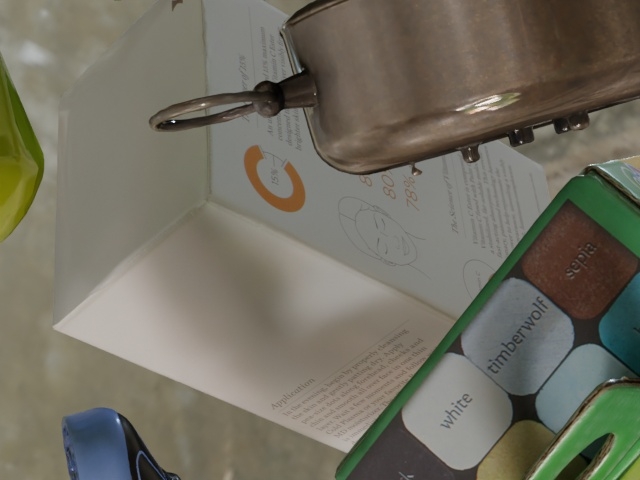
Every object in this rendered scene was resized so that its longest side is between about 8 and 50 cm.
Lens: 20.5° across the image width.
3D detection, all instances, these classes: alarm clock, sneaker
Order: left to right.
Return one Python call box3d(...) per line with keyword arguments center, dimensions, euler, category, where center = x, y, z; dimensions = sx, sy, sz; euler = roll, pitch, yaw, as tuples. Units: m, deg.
box3d(center=(-0.072, 0.170, 0.951), dimensions=(0.090, 0.232, 0.081), euler=(-19, -141, -7), category="sneaker")
box3d(center=(0.038, -0.055, 0.555), dimensions=(0.129, 0.192, 0.064), euler=(167, -90, -72), category="alarm clock")

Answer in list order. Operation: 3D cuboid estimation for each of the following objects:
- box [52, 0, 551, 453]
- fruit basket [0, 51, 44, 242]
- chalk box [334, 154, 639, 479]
box3d(center=(0.000, 0.000, 1.245), dimensions=(0.168, 0.345, 0.215), euler=(-38, -139, 33), category="box")
box3d(center=(-0.153, -0.101, 0.627), dimensions=(0.282, 0.392, 0.392), euler=(1, -112, 25), category="fruit basket")
box3d(center=(0.145, 0.084, 0.767), dimensions=(0.179, 0.289, 0.180), euler=(41, -71, 13), category="chalk box")
